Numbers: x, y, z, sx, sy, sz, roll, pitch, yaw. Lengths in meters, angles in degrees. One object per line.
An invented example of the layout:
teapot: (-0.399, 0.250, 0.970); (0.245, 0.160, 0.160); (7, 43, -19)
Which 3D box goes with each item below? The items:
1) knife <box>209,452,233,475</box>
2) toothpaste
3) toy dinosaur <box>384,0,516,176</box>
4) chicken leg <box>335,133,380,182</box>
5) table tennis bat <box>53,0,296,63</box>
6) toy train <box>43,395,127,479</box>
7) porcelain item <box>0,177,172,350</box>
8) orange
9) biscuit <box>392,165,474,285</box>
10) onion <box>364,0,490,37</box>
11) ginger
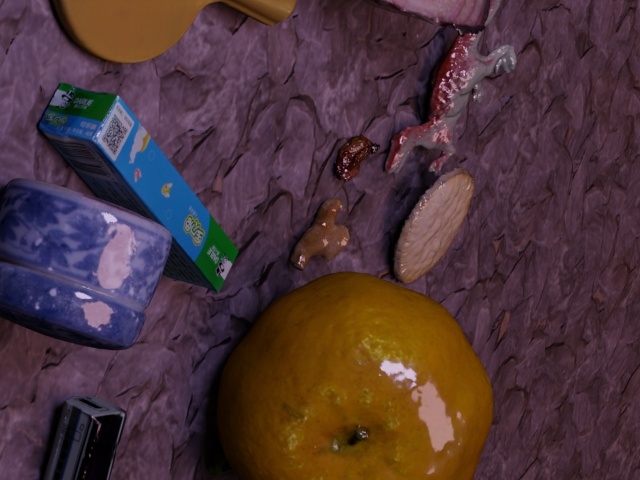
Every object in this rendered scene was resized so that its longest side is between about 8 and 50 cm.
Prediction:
knife: (-0.057, 0.232, 2.058); (0.212, 0.015, 0.054); (-4, 114, -59)
toothpaste: (-0.157, -0.043, 1.719); (0.050, 0.065, 0.266); (-65, 148, -21)
toy dinosaur: (0.153, -0.188, 2.166); (0.167, 0.053, 0.242); (-2, 114, -51)
chicken leg: (0.039, -0.091, 2.060); (0.083, 0.021, 0.036); (-48, 131, -44)
table tennis bat: (-0.122, -0.242, 1.700); (0.321, 0.050, 0.198); (10, 96, -56)
toy train: (-0.237, 0.265, 1.750); (0.055, 0.048, 0.251); (-3, 112, -63)
porcelain item: (-0.205, 0.024, 1.587); (0.147, 0.147, 0.114); (32, 76, -59)
orange: (0.033, 0.169, 1.943); (0.235, 0.279, 0.279); (-73, 171, -78)
biscuit: (0.130, -0.017, 2.210); (0.152, 0.020, 0.152); (-44, 153, -29)
onion: (0.064, -0.323, 1.925); (0.250, 0.111, 0.247); (16, 67, -49)
ginger: (0.000, 0.000, 2.031); (0.048, 0.030, 0.097); (47, 57, -24)
